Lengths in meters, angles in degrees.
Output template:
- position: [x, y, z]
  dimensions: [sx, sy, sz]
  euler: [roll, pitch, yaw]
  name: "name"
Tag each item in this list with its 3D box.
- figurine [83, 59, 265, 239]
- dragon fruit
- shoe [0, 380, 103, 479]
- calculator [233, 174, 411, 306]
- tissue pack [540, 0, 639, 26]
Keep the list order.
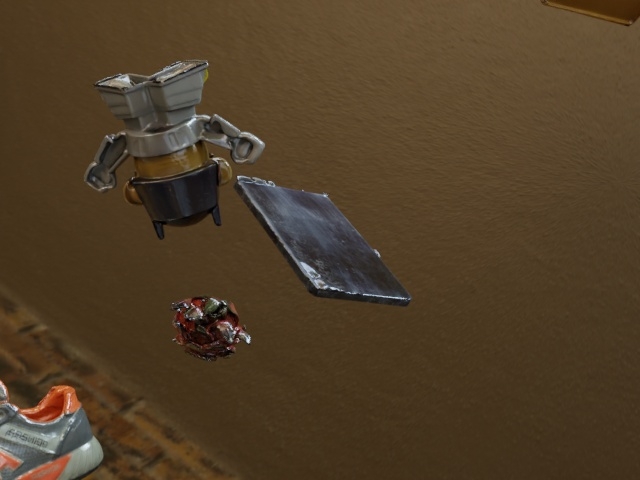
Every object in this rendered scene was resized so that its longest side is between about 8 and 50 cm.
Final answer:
- position: [-0.251, -0.142, 1.522]
  dimensions: [0.308, 0.143, 0.308]
  euler: [8, -66, 17]
  name: "figurine"
- position: [-0.193, 0.149, 1.569]
  dimensions: [0.142, 0.130, 0.121]
  euler: [-41, -110, 54]
  name: "dragon fruit"
- position: [-0.458, 0.270, 1.235]
  dimensions: [0.132, 0.336, 0.171]
  euler: [0, -81, 50]
  name: "shoe"
- position: [0.000, 0.000, 1.192]
  dimensions: [0.021, 0.161, 0.262]
  euler: [-63, -141, 23]
  name: "calculator"
- position: [0.375, -0.470, 1.334]
  dimensions: [0.145, 0.194, 0.274]
  euler: [-51, -131, 45]
  name: "tissue pack"
